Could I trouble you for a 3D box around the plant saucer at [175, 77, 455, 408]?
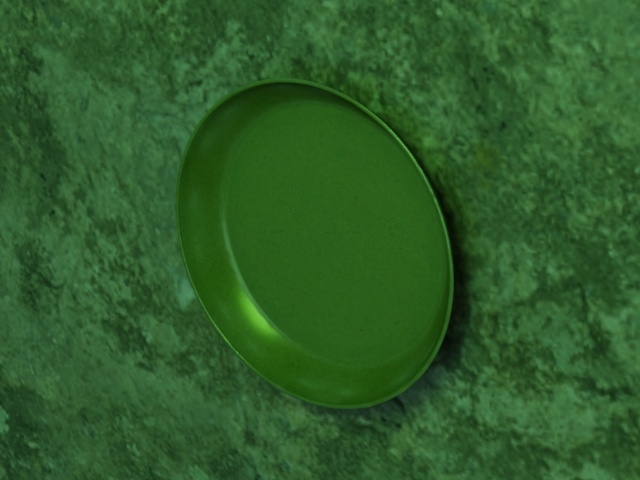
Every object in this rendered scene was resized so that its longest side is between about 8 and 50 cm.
[{"bbox_3d":[0.000,0.000,1.117,0.241,0.037,0.241,16,117,33],"label":"plant saucer"}]
